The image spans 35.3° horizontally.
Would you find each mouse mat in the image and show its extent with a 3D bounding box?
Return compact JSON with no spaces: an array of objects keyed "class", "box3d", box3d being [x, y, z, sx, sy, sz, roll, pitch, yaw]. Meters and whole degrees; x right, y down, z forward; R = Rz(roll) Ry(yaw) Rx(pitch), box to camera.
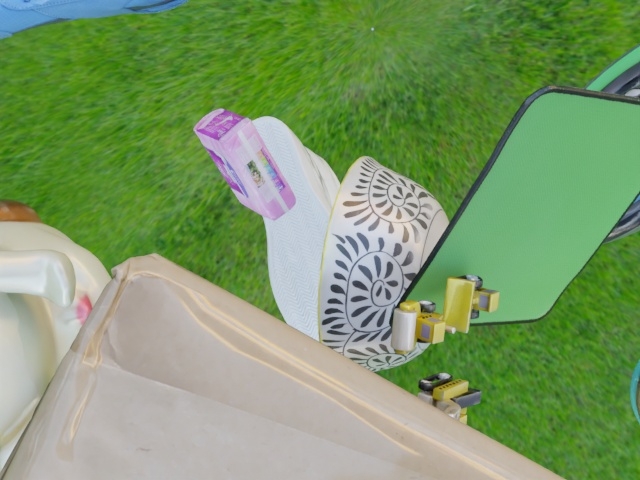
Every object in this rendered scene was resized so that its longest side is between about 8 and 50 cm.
[{"class":"mouse mat","box3d":[0.137,-0.013,0.625,0.152,0.007,0.190,1,132,-37]}]

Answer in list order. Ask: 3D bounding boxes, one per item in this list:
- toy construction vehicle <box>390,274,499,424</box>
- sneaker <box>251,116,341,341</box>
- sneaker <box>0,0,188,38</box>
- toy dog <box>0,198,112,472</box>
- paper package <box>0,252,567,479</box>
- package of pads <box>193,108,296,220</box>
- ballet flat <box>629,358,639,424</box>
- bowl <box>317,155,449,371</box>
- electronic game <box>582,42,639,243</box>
[{"class":"toy construction vehicle","box3d":[0.075,0.066,0.580,0.035,0.098,0.086,12,98,32]},{"class":"sneaker","box3d":[0.000,0.000,1.235,0.108,0.169,0.293,-22,72,16]},{"class":"sneaker","box3d":[-0.143,-0.161,0.578,0.082,0.209,0.069,-6,101,47]},{"class":"toy dog","box3d":[-0.380,0.123,1.021,0.395,0.408,0.285,-15,102,38]},{"class":"paper package","box3d":[-0.009,0.168,0.527,0.324,0.309,0.168,29,74,-10]},{"class":"package of pads","box3d":[-0.055,-0.057,0.749,0.032,0.050,0.083,-44,128,-17]},{"class":"ballet flat","box3d":[0.352,0.168,0.682,0.342,0.124,0.116,38,84,-29]},{"class":"bowl","box3d":[0.062,0.025,0.744,0.080,0.170,0.170,6,103,18]},{"class":"electronic game","box3d":[0.239,-0.084,0.771,0.048,0.229,0.229,40,101,-17]}]
